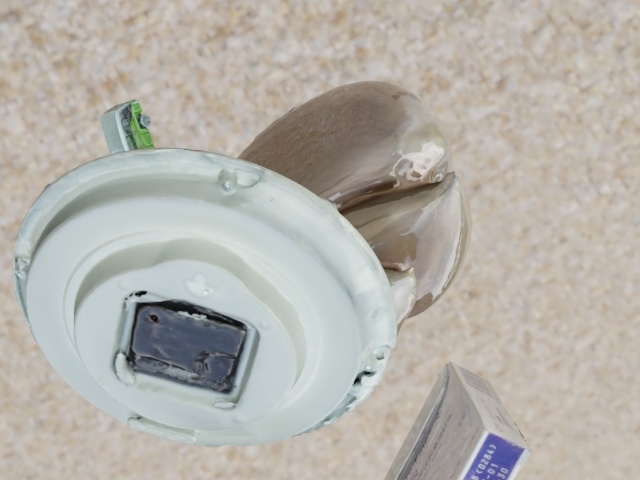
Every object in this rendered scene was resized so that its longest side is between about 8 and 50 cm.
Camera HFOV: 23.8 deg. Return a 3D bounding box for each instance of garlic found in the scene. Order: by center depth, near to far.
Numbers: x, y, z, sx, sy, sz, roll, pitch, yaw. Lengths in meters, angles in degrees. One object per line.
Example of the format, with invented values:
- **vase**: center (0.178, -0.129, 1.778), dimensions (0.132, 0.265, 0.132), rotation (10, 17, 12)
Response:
- **garlic**: center (-0.001, 0.000, 1.178), dimensions (0.325, 0.279, 0.132), rotation (-23, 134, 30)

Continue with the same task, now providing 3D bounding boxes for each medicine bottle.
- **medicine bottle**: center (0.094, 0.219, 1.254), dimensions (0.052, 0.171, 0.201), rotation (25, 102, -11)

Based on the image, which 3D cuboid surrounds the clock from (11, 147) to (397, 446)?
- **clock**: center (-0.074, 0.051, 0.892), dimensions (0.236, 0.053, 0.236), rotation (8, 132, 9)

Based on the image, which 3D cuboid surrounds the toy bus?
- **toy bus**: center (-0.160, -0.077, 1.300), dimensions (0.031, 0.083, 0.037), rotation (-12, -171, 45)
